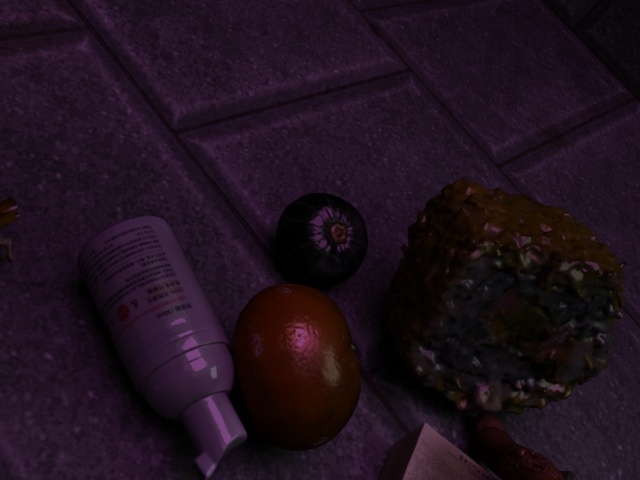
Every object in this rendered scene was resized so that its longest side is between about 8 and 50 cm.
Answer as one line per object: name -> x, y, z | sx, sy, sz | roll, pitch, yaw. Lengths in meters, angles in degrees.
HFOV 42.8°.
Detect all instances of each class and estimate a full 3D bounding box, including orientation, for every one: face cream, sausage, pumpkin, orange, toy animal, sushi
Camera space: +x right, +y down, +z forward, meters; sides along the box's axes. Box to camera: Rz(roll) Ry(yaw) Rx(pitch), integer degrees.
face cream -> -0.200, 0.153, 1.131 | 0.145, 0.145, 0.369 | -12, 64, -42
sausage -> 0.302, 0.346, 1.289 | 0.078, 0.078, 0.304 | 31, -1, -11
pumpkin -> 0.001, -0.001, 1.424 | 0.167, 0.125, 0.167 | 5, 83, -40
orange -> -0.030, 0.178, 1.174 | 0.171, 0.240, 0.240 | -11, 54, 1
toy animal -> -0.460, 0.011, 1.108 | 0.095, 0.219, 0.155 | 8, 86, -53
sushi -> 0.311, 0.111, 1.399 | 0.396, 0.351, 0.240 | 15, 27, -21

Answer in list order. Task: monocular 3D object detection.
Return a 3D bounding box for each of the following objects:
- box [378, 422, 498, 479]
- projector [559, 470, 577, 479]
box -> 0.190, 0.409, 1.230 | 0.212, 0.095, 0.168 | 39, 43, -3
projector -> 0.356, 0.495, 1.221 | 0.269, 0.088, 0.193 | -40, 117, -56
